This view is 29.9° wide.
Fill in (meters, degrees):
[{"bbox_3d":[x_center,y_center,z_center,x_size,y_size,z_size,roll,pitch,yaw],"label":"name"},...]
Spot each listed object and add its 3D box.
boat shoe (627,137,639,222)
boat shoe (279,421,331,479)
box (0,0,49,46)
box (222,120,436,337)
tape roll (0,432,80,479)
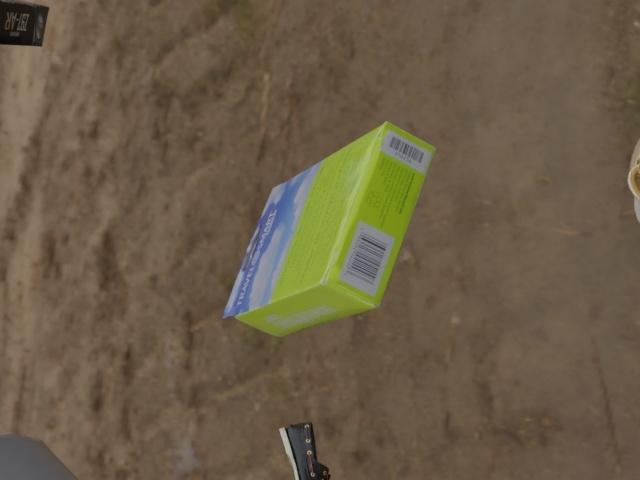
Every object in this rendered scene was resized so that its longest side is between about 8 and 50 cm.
[{"bbox_3d":[0.121,-0.017,0.349,0.059,0.170,0.063,-29,98,26],"label":"boat shoe"},{"bbox_3d":[-0.010,0.263,1.341,0.049,0.042,0.133,78,175,-56],"label":"boat shoe"},{"bbox_3d":[-0.163,-0.098,0.491,0.067,0.083,0.018,-47,-29,-79],"label":"box"},{"bbox_3d":[0.000,0.000,0.758,0.178,0.042,0.109,-24,42,65],"label":"box"},{"bbox_3d":[-0.234,0.223,0.743,0.072,0.219,0.219,40,115,17],"label":"tape roll"}]
